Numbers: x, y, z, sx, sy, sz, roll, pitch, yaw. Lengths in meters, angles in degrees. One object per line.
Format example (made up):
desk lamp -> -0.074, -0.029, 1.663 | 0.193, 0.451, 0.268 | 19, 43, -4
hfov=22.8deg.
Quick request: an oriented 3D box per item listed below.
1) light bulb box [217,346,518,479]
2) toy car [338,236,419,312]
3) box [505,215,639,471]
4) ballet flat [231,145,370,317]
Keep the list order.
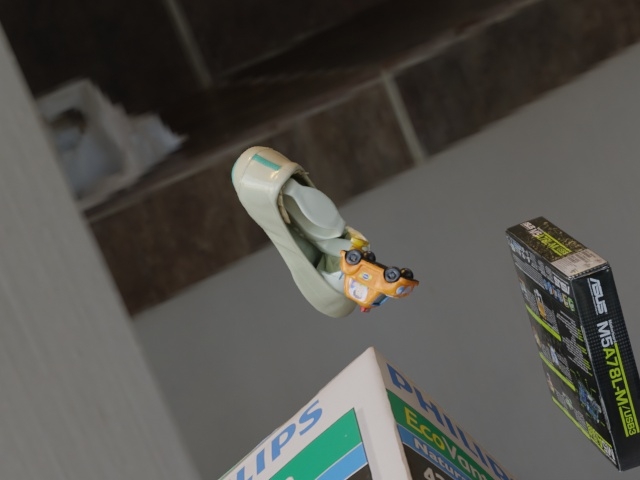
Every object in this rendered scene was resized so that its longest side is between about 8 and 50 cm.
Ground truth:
light bulb box -> 0.096, 0.322, 1.004 | 0.225, 0.358, 0.361 | -42, 26, 13
toy car -> 0.040, 0.029, 1.157 | 0.060, 0.040, 0.122 | 23, 4, 3
box -> 0.230, 0.087, 1.405 | 0.045, 0.184, 0.191 | -21, 15, -5
ballet flat -> 0.000, 0.000, 1.554 | 0.086, 0.248, 0.086 | -19, 48, 21
